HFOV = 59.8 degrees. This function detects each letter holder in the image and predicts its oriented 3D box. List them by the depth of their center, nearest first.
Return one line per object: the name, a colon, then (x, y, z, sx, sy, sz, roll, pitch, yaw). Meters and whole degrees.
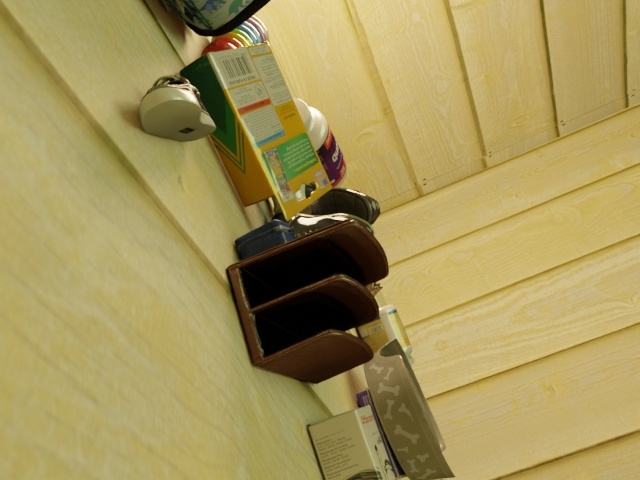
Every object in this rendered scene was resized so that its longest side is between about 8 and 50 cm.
letter holder: (0.023, 0.109, 0.888, 0.302, 0.214, 0.152, 50, 18, -66)

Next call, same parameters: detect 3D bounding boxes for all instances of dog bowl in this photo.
dog bowl: (0.210, 0.418, 1.358, 0.349, 0.102, 0.349, -24, 90, -84)

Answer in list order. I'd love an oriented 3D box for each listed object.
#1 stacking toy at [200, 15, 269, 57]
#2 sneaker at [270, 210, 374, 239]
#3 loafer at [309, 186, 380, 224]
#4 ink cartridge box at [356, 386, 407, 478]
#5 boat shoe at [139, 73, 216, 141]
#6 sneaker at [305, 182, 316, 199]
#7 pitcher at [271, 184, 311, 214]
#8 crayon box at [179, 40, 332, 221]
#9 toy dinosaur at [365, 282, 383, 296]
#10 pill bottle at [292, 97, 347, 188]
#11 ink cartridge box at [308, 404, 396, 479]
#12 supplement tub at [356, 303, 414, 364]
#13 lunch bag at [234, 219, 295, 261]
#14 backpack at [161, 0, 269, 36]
stacking toy: (-0.201, -0.433, 1.270, 0.330, 0.141, 0.141, -87, 153, -63)
sneaker: (0.000, 0.000, 1.141, 0.118, 0.221, 0.083, -81, 175, -65)
loafer: (0.044, -0.070, 1.305, 0.302, 0.095, 0.109, -6, -83, 55)
ink cartridge box: (0.145, 0.461, 1.319, 0.208, 0.045, 0.207, 55, 14, -63)
boat shoe: (-0.201, -0.184, 0.756, 0.219, 0.077, 0.070, -118, -174, -88)
sneaker: (-0.021, -0.075, 1.582, 0.130, 0.087, 0.228, -113, -179, -55)
pitcher: (-0.088, -0.159, 1.254, 0.178, 0.125, 0.207, 33, 45, -83)
crayon box: (-0.114, -0.205, 1.077, 0.203, 0.083, 0.323, -41, 110, -54)
toy dinosaur: (0.137, 0.163, 1.885, 0.200, 0.127, 0.296, -61, 140, -71)
pill bottle: (-0.041, -0.280, 1.686, 0.323, 0.181, 0.182, 54, 15, -60)
ink cartridge box: (0.066, 0.376, 0.889, 0.148, 0.085, 0.203, 43, 26, -71)
supplement tub: (0.207, 0.319, 1.783, 0.144, 0.144, 0.200, 32, 36, -76)
lunch bag: (-0.084, 0.006, 0.890, 0.065, 0.098, 0.067, 66, 13, 16)
backpack: (-0.208, -0.549, 0.995, 0.273, 0.290, 0.355, 56, 7, 33)
